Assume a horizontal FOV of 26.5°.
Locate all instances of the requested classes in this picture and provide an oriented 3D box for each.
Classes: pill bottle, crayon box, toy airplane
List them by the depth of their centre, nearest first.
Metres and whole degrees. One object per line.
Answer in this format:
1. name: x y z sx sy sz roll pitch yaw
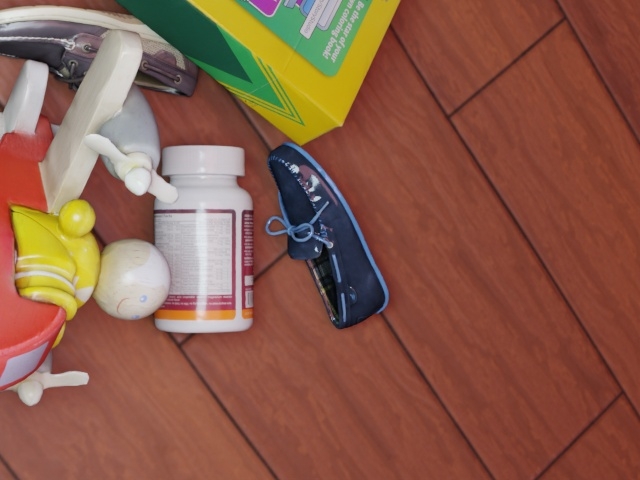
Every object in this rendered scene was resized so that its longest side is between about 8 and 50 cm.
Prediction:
1. toy airplane: -0.283 -0.007 1.430 0.272 0.386 0.384 24 78 -11
2. pill bottle: -0.141 -0.001 1.647 0.121 0.121 0.221 0 89 -27
3. crayon box: -0.049 -0.353 1.661 0.313 0.106 0.362 38 59 -23

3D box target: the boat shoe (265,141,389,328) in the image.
1. boat shoe: 0.000 0.000 1.730 0.089 0.109 0.258 -36 104 -19

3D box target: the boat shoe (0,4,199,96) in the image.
1. boat shoe: -0.267 -0.216 1.595 0.285 0.103 0.092 1 85 -33
